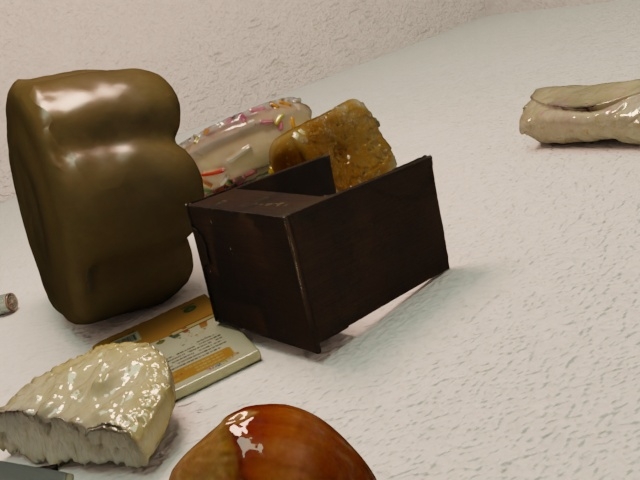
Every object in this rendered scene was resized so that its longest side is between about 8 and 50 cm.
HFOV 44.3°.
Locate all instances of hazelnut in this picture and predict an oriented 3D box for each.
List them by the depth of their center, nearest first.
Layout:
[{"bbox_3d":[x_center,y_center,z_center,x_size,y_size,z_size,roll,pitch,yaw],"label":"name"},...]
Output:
[{"bbox_3d":[-0.035,0.217,0.657,0.182,0.182,0.182,-16,19,6],"label":"hazelnut"}]

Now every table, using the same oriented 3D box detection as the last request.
[{"bbox_3d":[0.000,0.000,1.168,0.282,0.196,0.251,-25,20,-36],"label":"table"}]

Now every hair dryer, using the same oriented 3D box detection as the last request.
[{"bbox_3d":[-0.720,0.175,1.590,0.155,0.044,0.183,-15,22,14],"label":"hair dryer"}]

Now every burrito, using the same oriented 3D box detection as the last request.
[{"bbox_3d":[0.528,-0.239,1.508,0.143,0.105,0.299,-40,28,-28],"label":"burrito"}]

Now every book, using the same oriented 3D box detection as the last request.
[{"bbox_3d":[-0.228,0.167,1.189,0.208,0.020,0.295,-24,20,-16],"label":"book"}]

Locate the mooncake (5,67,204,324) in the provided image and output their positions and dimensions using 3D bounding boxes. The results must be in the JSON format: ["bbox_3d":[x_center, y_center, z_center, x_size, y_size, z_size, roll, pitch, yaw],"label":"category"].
[{"bbox_3d":[-0.396,-0.088,1.423,0.262,0.466,0.467,-13,14,-30],"label":"mooncake"}]

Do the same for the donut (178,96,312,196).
[{"bbox_3d":[-0.181,-0.220,1.937,0.383,0.142,0.382,-24,0,0],"label":"donut"}]

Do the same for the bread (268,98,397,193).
[{"bbox_3d":[0.021,-0.160,1.599,0.246,0.195,0.176,-33,7,-35],"label":"bread"}]

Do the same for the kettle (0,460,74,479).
[{"bbox_3d":[-0.358,0.286,0.714,0.243,0.159,0.210,8,34,-12],"label":"kettle"}]

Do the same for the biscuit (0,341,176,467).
[{"bbox_3d":[-0.294,0.201,1.013,0.281,0.084,0.179,-9,34,31],"label":"biscuit"}]

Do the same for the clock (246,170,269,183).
[{"bbox_3d":[-0.077,-0.122,1.789,0.191,0.062,0.151,2,28,44],"label":"clock"}]
